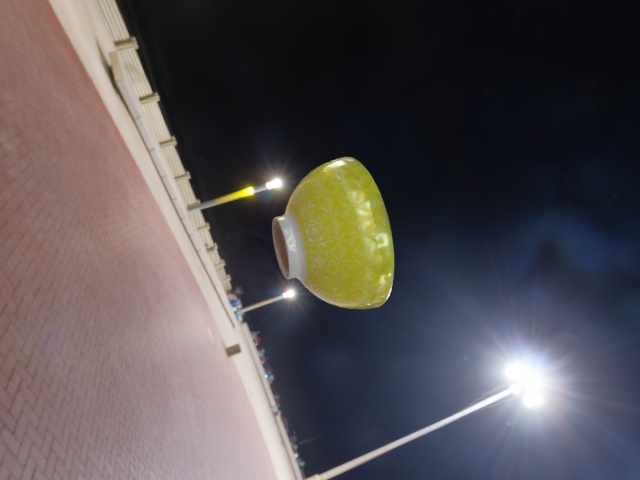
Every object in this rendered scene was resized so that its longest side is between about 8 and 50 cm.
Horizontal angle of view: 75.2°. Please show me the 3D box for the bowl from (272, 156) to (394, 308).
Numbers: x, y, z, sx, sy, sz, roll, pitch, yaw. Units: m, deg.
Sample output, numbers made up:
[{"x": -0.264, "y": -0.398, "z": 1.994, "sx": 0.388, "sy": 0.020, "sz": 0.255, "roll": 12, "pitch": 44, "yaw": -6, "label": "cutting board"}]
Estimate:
[{"x": 0.000, "y": 0.000, "z": 0.771, "sx": 0.289, "sy": 0.156, "sz": 0.289, "roll": 168, "pitch": -90, "yaw": -73, "label": "bowl"}]
